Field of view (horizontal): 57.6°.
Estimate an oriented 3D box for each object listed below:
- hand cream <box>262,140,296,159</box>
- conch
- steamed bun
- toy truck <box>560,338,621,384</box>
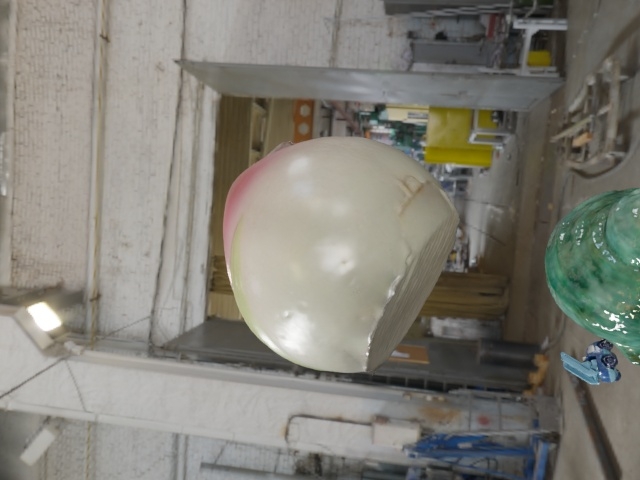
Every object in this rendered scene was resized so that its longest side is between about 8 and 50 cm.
[{"bbox_3d":[-0.088,-0.121,1.014,0.209,0.043,0.067,-59,-43,-53],"label":"hand cream"},{"bbox_3d":[0.265,0.038,0.438,0.134,0.202,0.196,-43,36,25],"label":"conch"},{"bbox_3d":[0.000,0.000,0.747,0.309,0.309,0.309,5,-90,-82],"label":"steamed bun"},{"bbox_3d":[0.470,0.214,1.017,0.056,0.090,0.073,61,-152,-32],"label":"toy truck"}]
